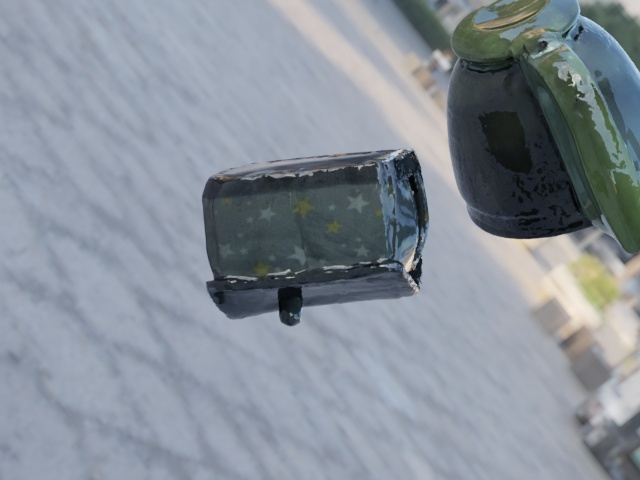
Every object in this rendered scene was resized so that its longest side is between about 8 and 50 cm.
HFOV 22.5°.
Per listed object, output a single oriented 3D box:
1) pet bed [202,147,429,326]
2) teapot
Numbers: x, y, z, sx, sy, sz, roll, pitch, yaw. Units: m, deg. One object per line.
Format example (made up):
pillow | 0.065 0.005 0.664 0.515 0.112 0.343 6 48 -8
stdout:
pet bed | 0.000 0.000 1.599 0.183 0.211 0.159 -39 123 -78
teapot | 0.232 -0.129 1.740 0.239 0.240 0.321 65 27 -28
